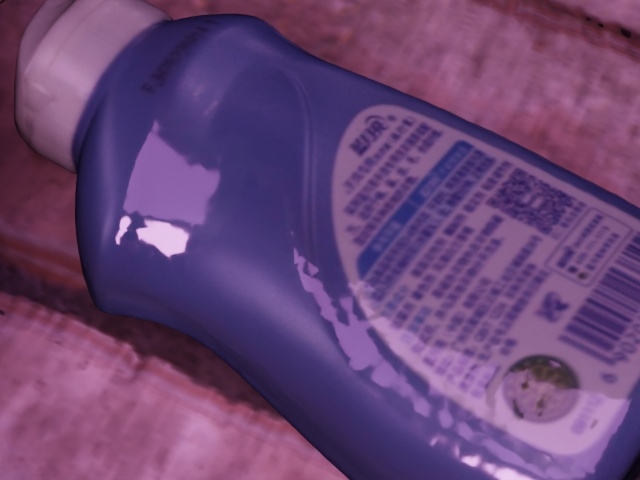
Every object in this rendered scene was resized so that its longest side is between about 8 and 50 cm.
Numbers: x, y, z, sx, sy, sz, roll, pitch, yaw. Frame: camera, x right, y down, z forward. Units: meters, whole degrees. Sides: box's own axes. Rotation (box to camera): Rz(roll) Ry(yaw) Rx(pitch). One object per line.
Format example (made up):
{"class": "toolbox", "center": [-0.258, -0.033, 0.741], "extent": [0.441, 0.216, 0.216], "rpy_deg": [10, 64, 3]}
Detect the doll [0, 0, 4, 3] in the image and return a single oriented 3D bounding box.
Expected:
{"class": "doll", "center": [-0.200, -0.051, 0.667], "extent": [0.196, 0.152, 0.256], "rpy_deg": [7, 49, -21]}

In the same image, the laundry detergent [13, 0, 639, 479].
{"class": "laundry detergent", "center": [0.000, 0.000, 0.706], "extent": [0.290, 0.094, 0.143], "rpy_deg": [32, 61, 16]}
